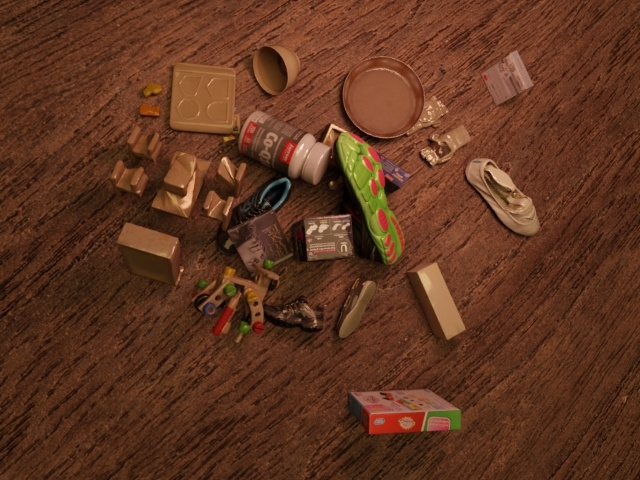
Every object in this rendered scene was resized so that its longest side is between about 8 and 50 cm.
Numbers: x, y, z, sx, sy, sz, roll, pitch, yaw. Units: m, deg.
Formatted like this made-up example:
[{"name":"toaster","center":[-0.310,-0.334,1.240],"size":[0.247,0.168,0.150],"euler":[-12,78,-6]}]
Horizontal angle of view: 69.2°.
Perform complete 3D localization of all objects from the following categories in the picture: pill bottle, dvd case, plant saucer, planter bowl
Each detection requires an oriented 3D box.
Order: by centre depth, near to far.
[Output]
[{"name":"pill bottle","center":[-0.116,-0.305,1.547],"size":[0.283,0.161,0.161],"euler":[26,81,9]},{"name":"dvd case","center":[-0.195,0.014,1.551],"size":[0.164,0.018,0.221],"euler":[-28,132,-9]},{"name":"planter bowl","center":[-0.138,-0.602,1.612],"size":[0.109,0.162,0.162],"euler":[-38,96,-39]},{"name":"plant saucer","center":[0.232,-0.525,1.722],"size":[0.310,0.050,0.311],"euler":[1,84,-6]}]

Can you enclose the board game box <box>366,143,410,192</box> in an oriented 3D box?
[{"name":"board game box","center":[0.231,-0.243,1.667],"size":[0.194,0.194,0.060],"euler":[39,90,13]}]

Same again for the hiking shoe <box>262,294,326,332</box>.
[{"name":"hiking shoe","center":[-0.094,0.245,1.612],"size":[0.226,0.086,0.114],"euler":[16,60,-6]}]

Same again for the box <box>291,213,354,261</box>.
[{"name":"box","center":[0.000,0.000,1.551],"size":[0.163,0.247,0.142],"euler":[-5,87,-13]}]

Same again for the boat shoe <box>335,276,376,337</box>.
[{"name":"boat shoe","center":[0.115,0.238,1.660],"size":[0.081,0.068,0.228],"euler":[37,82,-49]}]

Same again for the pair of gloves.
[{"name":"pair of gloves","center":[0.437,-0.418,1.781],"size":[0.204,0.042,0.240],"euler":[-38,90,-7]}]

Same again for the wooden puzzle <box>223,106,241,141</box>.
[{"name":"wooden puzzle","center":[-0.315,-0.406,1.621],"size":[0.078,0.014,0.117],"euler":[-10,89,-13]}]

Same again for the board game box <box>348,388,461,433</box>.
[{"name":"board game box","center":[0.278,0.579,1.589],"size":[0.316,0.242,0.064],"euler":[2,88,-12]}]

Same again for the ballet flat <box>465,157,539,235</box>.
[{"name":"ballet flat","center":[0.725,-0.164,1.788],"size":[0.400,0.139,0.139],"euler":[43,79,-8]}]

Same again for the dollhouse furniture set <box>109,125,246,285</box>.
[{"name":"dollhouse furniture set","center":[-0.475,-0.092,1.489],"size":[0.361,0.256,0.395],"euler":[18,64,-7]}]

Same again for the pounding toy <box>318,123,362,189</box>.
[{"name":"pounding toy","center":[0.066,-0.281,1.668],"size":[0.180,0.094,0.206],"euler":[23,91,-16]}]

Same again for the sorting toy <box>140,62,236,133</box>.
[{"name":"sorting toy","center":[-0.449,-0.487,1.586],"size":[0.306,0.041,0.229],"euler":[3,86,-9]}]

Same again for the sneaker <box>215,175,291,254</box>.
[{"name":"sneaker","center":[-0.226,-0.095,1.561],"size":[0.125,0.139,0.341],"euler":[41,80,-10]}]

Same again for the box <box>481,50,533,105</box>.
[{"name":"box","center":[0.712,-0.618,1.780],"size":[0.038,0.186,0.145],"euler":[-28,93,-15]}]

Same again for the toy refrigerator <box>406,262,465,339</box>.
[{"name":"toy refrigerator","center":[0.429,0.219,1.714],"size":[0.094,0.102,0.270],"euler":[-25,92,-13]}]

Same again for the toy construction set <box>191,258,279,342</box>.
[{"name":"toy construction set","center":[-0.244,0.155,1.443],"size":[0.257,0.309,0.237],"euler":[30,91,-11]}]

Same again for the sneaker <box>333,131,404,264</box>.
[{"name":"sneaker","center":[0.126,-0.125,1.575],"size":[0.185,0.202,0.483],"euler":[-39,117,-46]}]
